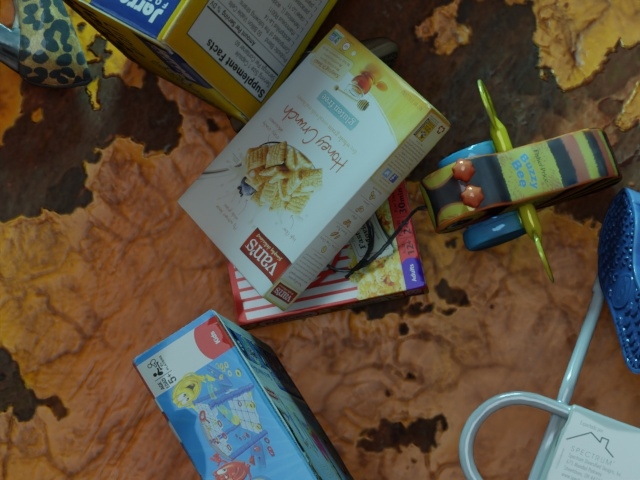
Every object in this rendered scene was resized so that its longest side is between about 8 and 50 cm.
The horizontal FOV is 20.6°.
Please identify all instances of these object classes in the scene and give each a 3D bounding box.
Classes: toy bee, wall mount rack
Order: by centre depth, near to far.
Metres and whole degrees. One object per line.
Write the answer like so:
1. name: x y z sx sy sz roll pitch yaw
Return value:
1. wall mount rack: 0.318 0.194 1.670 0.350 0.130 0.304 20 86 9
2. toy bee: 0.163 -0.039 1.677 0.298 0.162 0.195 -39 86 -13

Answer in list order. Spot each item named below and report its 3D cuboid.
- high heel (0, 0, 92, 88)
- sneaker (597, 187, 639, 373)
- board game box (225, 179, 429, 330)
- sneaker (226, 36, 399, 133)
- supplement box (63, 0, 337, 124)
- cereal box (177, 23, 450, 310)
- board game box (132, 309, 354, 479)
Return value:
1. high heel: -0.270 -0.293 1.850 0.186 0.093 0.261 30 82 -1
2. sneaker: 0.328 0.047 1.685 0.090 0.081 0.232 15 43 -17
3. board game box: 0.000 0.000 1.776 0.194 0.045 0.146 -13 79 5
4. sneaker: -0.016 -0.177 1.798 0.188 0.066 0.071 -24 77 2
5. supplement box: -0.079 -0.331 1.743 0.195 0.194 0.356 30 84 32
6. cereal box: -0.010 -0.072 1.694 0.240 0.047 0.173 -48 49 4
7. board game box: -0.027 0.227 1.607 0.086 0.308 0.302 -33 77 1
